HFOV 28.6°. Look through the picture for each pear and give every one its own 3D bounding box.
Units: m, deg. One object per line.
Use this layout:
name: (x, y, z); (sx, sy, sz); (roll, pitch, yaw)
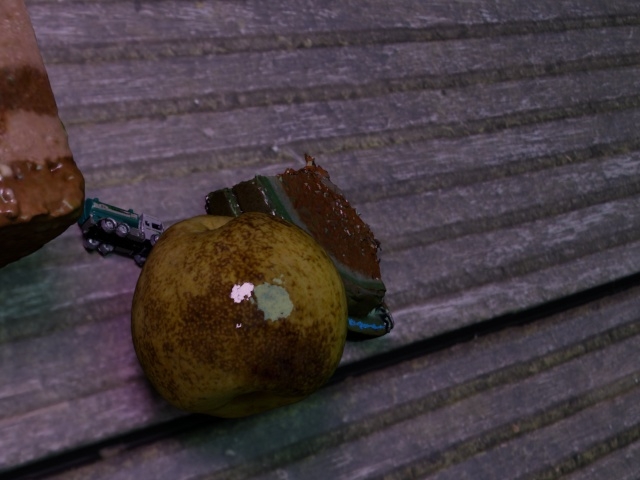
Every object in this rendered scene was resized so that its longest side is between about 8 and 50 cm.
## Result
pear: (-0.074, 0.061, 1.137); (0.197, 0.197, 0.197); (17, 63, -36)

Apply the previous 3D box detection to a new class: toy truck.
toy truck: (-0.185, -0.010, 1.174); (0.083, 0.039, 0.044); (18, 48, -34)

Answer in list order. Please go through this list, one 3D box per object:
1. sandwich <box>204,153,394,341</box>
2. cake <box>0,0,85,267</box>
sandwich: (0.003, 0.008, 1.301); (0.235, 0.079, 0.159); (55, 47, -10)
cake: (-0.327, -0.116, 0.987); (0.196, 0.198, 0.293); (-7, 77, -40)
